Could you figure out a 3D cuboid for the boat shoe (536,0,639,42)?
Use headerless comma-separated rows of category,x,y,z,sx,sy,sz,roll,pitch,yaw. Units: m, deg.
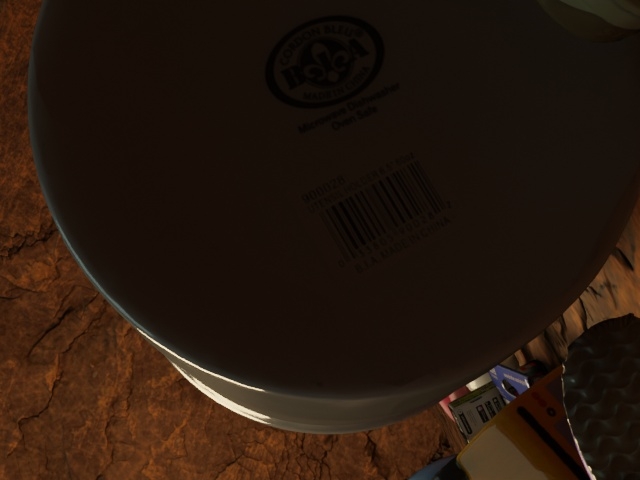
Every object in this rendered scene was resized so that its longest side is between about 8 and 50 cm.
boat shoe,0.069,-0.219,0.356,0.098,0.109,0.302,-23,94,47

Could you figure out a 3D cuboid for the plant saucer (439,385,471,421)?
plant saucer,0.158,0.104,1.585,0.332,0.084,0.332,64,177,7

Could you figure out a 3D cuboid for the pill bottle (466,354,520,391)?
pill bottle,0.228,0.212,1.274,0.160,0.087,0.087,64,177,-10

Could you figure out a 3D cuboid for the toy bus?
toy bus,0.152,0.257,1.000,0.108,0.130,0.332,47,139,18

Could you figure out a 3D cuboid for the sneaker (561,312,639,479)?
sneaker,0.244,0.191,0.689,0.293,0.102,0.146,62,177,28

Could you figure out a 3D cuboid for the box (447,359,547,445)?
box,0.237,0.250,1.206,0.207,0.114,0.036,64,177,-4

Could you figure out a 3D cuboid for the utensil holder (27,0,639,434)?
utensil holder,0.007,-0.043,0.699,0.327,0.328,0.385,63,175,10

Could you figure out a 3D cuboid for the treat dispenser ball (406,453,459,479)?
treat dispenser ball,0.215,0.429,1.449,0.288,0.288,0.288,63,177,6

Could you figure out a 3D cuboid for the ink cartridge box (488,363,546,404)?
ink cartridge box,0.273,0.250,1.089,0.311,0.065,0.186,60,177,-2
